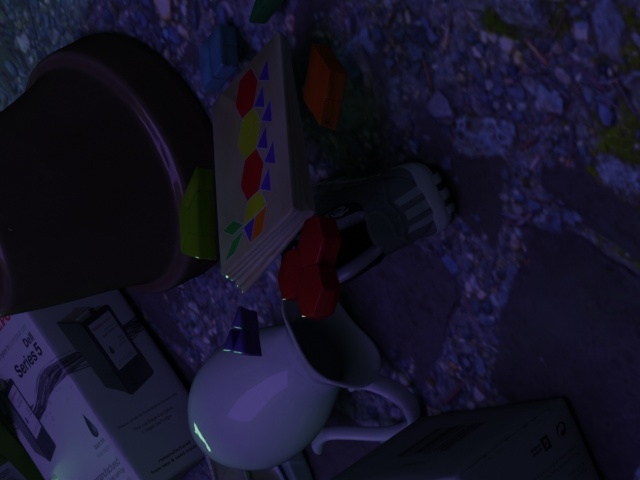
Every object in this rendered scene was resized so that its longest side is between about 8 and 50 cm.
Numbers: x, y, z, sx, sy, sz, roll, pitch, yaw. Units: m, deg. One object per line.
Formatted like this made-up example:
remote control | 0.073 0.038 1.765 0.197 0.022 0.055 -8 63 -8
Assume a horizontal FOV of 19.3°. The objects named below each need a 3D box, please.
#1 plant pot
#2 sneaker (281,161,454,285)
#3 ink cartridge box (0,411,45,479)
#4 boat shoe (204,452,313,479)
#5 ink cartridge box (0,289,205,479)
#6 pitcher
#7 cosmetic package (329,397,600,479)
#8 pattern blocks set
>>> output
plant pot | -0.254 -0.038 1.803 0.263 0.229 0.263 31 137 35
sneaker | 0.000 0.000 1.603 0.229 0.132 0.086 -25 96 54
ink cartridge box | -0.429 0.175 2.166 0.255 0.097 0.189 53 176 41
boat shoe | -0.058 0.280 1.905 0.109 0.094 0.302 -16 102 54
ink cartridge box | -0.256 0.163 2.042 0.273 0.115 0.198 55 145 7
pitcher | -0.019 0.150 1.759 0.178 0.125 0.207 43 134 -5
cosmetic package | 0.174 0.333 1.613 0.197 0.155 0.365 -17 100 51
pattern blocks set | -0.049 -0.063 1.570 0.285 0.026 0.324 -31 56 57
